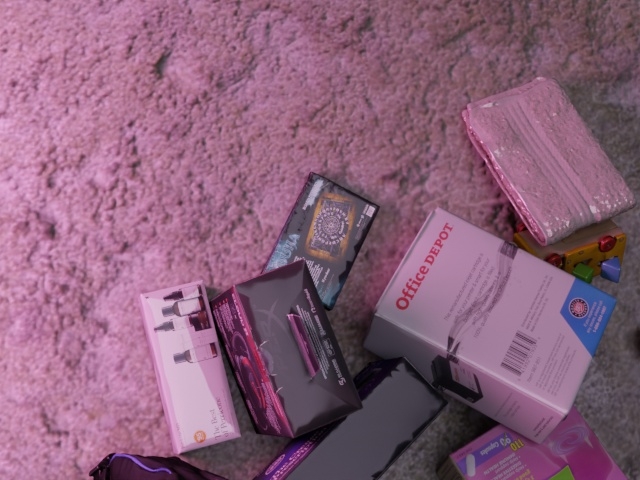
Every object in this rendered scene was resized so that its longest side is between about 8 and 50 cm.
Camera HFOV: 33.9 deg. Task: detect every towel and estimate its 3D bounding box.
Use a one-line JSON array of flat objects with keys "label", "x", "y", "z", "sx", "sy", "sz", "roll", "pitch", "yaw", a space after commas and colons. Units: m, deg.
[{"label": "towel", "x": 0.368, "y": -0.137, "z": 1.707, "sx": 0.187, "sy": 0.049, "sz": 0.282, "roll": -22, "pitch": 65, "yaw": -15}]

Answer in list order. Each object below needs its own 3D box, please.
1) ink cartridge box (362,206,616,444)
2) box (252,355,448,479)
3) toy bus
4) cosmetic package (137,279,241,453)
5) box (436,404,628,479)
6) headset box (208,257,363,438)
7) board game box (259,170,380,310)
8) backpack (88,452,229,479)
[{"label": "ink cartridge box", "x": 0.250, "y": 0.124, "z": 1.576, "sx": 0.307, "sy": 0.129, "sz": 0.223, "roll": 28, "pitch": 59, "yaw": 9}, {"label": "box", "x": 0.039, "y": 0.295, "z": 1.530, "sx": 0.261, "sy": 0.184, "sz": 0.103, "roll": -43, "pitch": 90, "yaw": -17}, {"label": "toy bus", "x": 0.391, "y": 0.024, "z": 1.705, "sx": 0.202, "sy": 0.104, "sz": 0.191, "roll": 14, "pitch": 43, "yaw": 20}, {"label": "cosmetic package", "x": -0.195, "y": 0.186, "z": 1.553, "sx": 0.099, "sy": 0.060, "sz": 0.239, "roll": -13, "pitch": 85, "yaw": -15}, {"label": "box", "x": 0.336, "y": 0.386, "z": 1.590, "sx": 0.213, "sy": 0.117, "sz": 0.243, "roll": -27, "pitch": 70, "yaw": -17}, {"label": "headset box", "x": -0.055, "y": 0.156, "z": 1.472, "sx": 0.110, "sy": 0.293, "sz": 0.218, "roll": -21, "pitch": 86, "yaw": -16}, {"label": "board game box", "x": 0.000, "y": 0.000, "z": 1.650, "sx": 0.126, "sy": 0.026, "sz": 0.186, "roll": 28, "pitch": 76, "yaw": -8}, {"label": "backpack", "x": -0.205, "y": 0.434, "z": 1.424, "sx": 0.213, "sy": 0.276, "sz": 0.263, "roll": 16, "pitch": 81, "yaw": -25}]
